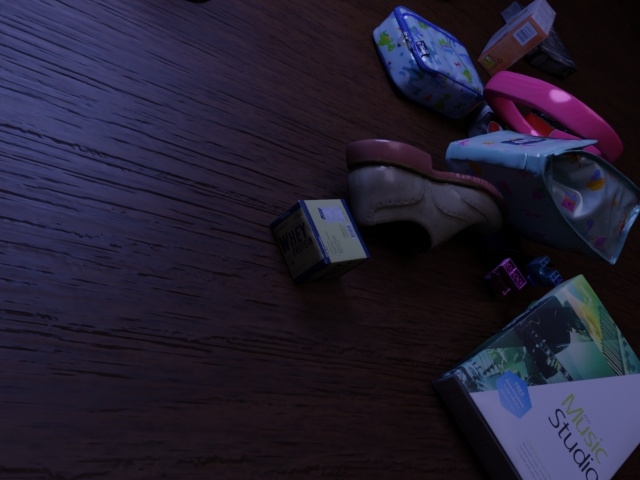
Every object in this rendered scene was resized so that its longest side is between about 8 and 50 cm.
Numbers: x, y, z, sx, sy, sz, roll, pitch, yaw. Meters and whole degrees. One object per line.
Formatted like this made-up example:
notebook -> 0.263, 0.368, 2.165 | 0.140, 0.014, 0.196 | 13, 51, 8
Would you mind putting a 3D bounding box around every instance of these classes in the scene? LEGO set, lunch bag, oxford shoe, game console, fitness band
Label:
LEGO set -> 0.353, 0.108, 1.071 | 0.087, 0.093, 0.227 | -40, 99, -22
lunch bag -> 0.205, -0.335, 1.248 | 0.219, 0.090, 0.176 | 13, 50, -42
lunch bag -> 0.358, -0.091, 1.089 | 0.262, 0.223, 0.160 | 28, 88, -33
oxford shoe -> 0.156, -0.039, 0.969 | 0.348, 0.123, 0.130 | 15, 78, -41
game console -> 0.520, -0.228, 1.518 | 0.144, 0.085, 0.124 | 40, 11, 10
fitness band -> 0.398, -0.208, 1.159 | 0.209, 0.054, 0.291 | 39, 5, -28
game console -> 0.320, 0.001, 1.117 | 0.122, 0.071, 0.107 | 17, 50, -39

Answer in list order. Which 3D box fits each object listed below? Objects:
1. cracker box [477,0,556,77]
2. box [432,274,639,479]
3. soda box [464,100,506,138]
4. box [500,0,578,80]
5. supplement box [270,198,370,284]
cracker box -> 0.477, -0.494, 1.605 | 0.067, 0.156, 0.232 | 47, 37, -8
box -> 0.325, 0.211, 0.904 | 0.322, 0.058, 0.232 | -27, 82, -38
soda box -> 0.327, -0.189, 1.283 | 0.053, 0.060, 0.169 | 27, 44, -30
box -> 0.632, -0.572, 1.915 | 0.231, 0.056, 0.183 | 4, 59, -46
supplement box -> 0.000, 0.000, 0.788 | 0.083, 0.056, 0.083 | -5, 66, -49
